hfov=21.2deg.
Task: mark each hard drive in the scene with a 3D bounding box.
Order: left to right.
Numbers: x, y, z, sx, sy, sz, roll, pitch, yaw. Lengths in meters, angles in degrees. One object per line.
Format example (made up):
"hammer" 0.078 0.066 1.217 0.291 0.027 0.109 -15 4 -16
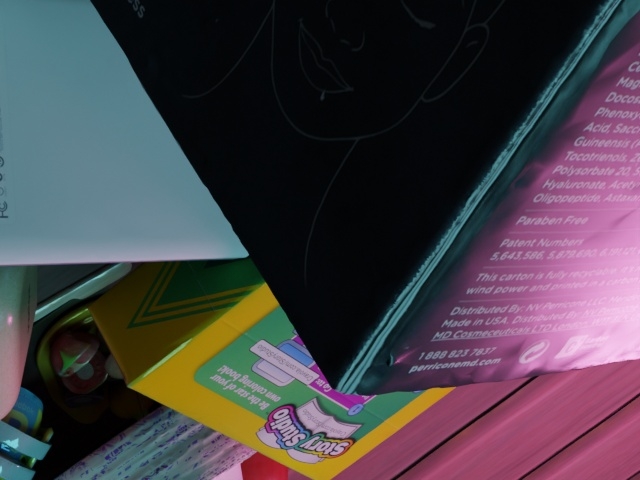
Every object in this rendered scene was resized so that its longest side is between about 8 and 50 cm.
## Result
"hard drive" -0.198 -0.087 1.293 0.318 0.210 0.040 -1 176 -39

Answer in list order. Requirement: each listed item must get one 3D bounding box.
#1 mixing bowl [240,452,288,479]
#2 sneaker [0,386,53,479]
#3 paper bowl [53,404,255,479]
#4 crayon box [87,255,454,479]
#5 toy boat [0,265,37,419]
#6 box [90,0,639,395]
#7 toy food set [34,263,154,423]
"mixing bowl" -0.106 0.276 1.926 0.181 0.098 0.181 -21 147 -14
"sneaker" -0.317 0.244 1.545 0.127 0.319 0.208 36 98 -35
"paper bowl" -0.188 0.281 1.728 0.284 0.148 0.284 -35 176 -3
"crayon box" 0.020 0.056 1.549 0.313 0.106 0.363 -37 147 10
"toy boat" -0.322 0.056 1.450 0.151 0.151 0.231 8 138 -4
"box" 0.109 -0.241 1.067 0.297 0.480 0.472 -4 139 -39
"toy food set" -0.206 0.122 1.668 0.128 0.071 0.218 -26 147 -10
